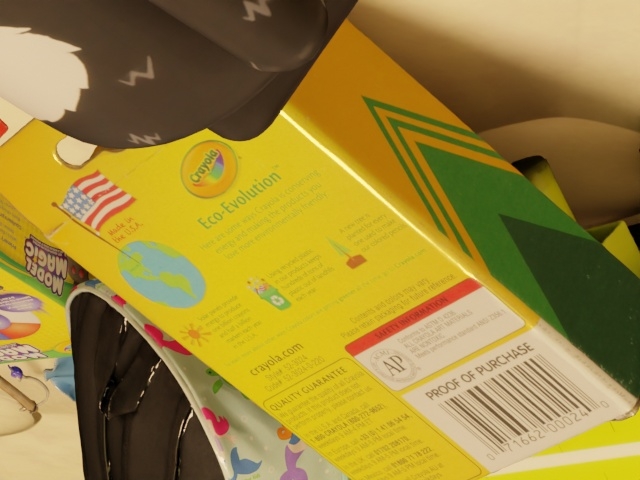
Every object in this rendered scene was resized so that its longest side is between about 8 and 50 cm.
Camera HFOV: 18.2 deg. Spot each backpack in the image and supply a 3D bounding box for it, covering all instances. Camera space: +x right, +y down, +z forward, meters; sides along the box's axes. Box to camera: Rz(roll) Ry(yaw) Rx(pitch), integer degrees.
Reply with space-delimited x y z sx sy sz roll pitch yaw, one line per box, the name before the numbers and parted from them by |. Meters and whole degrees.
backpack | -0.061 0.125 1.288 0.191 0.225 0.253 -27 131 -22

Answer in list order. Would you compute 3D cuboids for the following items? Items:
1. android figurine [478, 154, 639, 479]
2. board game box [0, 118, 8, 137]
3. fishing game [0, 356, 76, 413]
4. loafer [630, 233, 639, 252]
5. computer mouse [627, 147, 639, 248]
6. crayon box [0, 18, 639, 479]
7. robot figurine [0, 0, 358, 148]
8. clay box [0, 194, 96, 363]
android figurine | 0.139 0.084 1.165 0.248 0.056 0.273 -17 110 42
board game box | -0.212 -0.093 0.844 0.147 0.045 0.193 44 176 -20
fishing game | -0.113 0.104 1.477 0.264 0.041 0.189 -7 161 8
loafer | 0.161 0.022 1.203 0.220 0.080 0.078 11 132 26
computer mouse | 0.209 -0.017 1.167 0.071 0.041 0.242 5 158 -5
crayon box | 0.000 0.000 1.058 0.318 0.081 0.202 40 138 -18
robot figurine | -0.100 -0.137 0.745 0.209 0.173 0.278 -10 154 31
clay box | -0.217 0.032 1.331 0.127 0.053 0.222 -7 155 25
